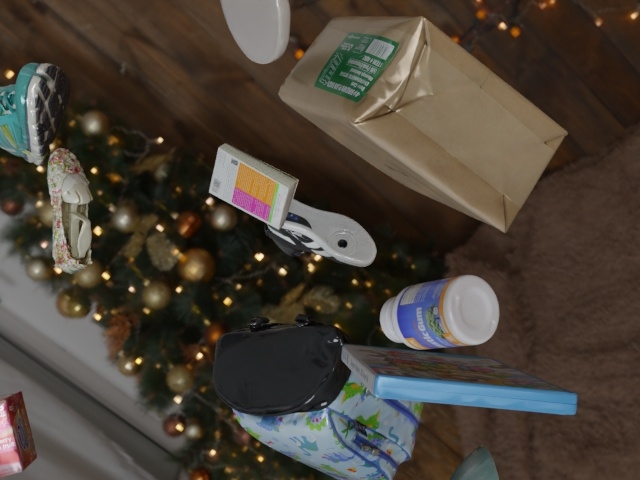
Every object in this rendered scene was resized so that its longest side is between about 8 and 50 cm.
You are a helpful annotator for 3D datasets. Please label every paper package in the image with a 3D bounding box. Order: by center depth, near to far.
[{"bbox_3d":[0.137,-0.181,1.226,0.168,0.309,0.325,-58,25,3],"label":"paper package"}]

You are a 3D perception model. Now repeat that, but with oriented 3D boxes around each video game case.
[{"bbox_3d":[0.082,0.089,0.556,0.166,0.119,0.015,166,109,-85],"label":"video game case"}]

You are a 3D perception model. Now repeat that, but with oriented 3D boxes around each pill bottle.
[{"bbox_3d":[0.256,0.168,1.882,0.272,0.152,0.152,-18,35,56],"label":"pill bottle"}]

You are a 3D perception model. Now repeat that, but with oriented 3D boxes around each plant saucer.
[{"bbox_3d":[0.145,0.305,0.844,0.195,0.037,0.195,-175,90,-89],"label":"plant saucer"}]

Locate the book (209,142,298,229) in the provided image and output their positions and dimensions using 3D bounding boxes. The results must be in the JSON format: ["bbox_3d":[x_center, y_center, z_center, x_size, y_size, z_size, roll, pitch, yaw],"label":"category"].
[{"bbox_3d":[-0.117,-0.090,1.414,0.035,0.144,0.096,-45,-21,-51],"label":"book"}]

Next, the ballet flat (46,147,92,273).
[{"bbox_3d":[-0.464,-0.054,1.589,0.077,0.241,0.091,7,14,37],"label":"ballet flat"}]

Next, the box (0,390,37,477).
[{"bbox_3d":[-0.629,0.352,1.412,0.257,0.128,0.122,-13,-2,-8],"label":"box"}]

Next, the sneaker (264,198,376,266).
[{"bbox_3d":[0.000,0.000,1.535,0.079,0.217,0.121,-58,-11,-25],"label":"sneaker"}]

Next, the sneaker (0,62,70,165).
[{"bbox_3d":[-0.406,-0.167,1.123,0.275,0.110,0.107,-24,47,64],"label":"sneaker"}]

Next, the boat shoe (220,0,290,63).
[{"bbox_3d":[-0.074,-0.455,1.279,0.127,0.340,0.158,15,37,34],"label":"boat shoe"}]

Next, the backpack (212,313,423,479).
[{"bbox_3d":[0.023,0.292,1.477,0.290,0.355,0.273,-8,70,38],"label":"backpack"}]
